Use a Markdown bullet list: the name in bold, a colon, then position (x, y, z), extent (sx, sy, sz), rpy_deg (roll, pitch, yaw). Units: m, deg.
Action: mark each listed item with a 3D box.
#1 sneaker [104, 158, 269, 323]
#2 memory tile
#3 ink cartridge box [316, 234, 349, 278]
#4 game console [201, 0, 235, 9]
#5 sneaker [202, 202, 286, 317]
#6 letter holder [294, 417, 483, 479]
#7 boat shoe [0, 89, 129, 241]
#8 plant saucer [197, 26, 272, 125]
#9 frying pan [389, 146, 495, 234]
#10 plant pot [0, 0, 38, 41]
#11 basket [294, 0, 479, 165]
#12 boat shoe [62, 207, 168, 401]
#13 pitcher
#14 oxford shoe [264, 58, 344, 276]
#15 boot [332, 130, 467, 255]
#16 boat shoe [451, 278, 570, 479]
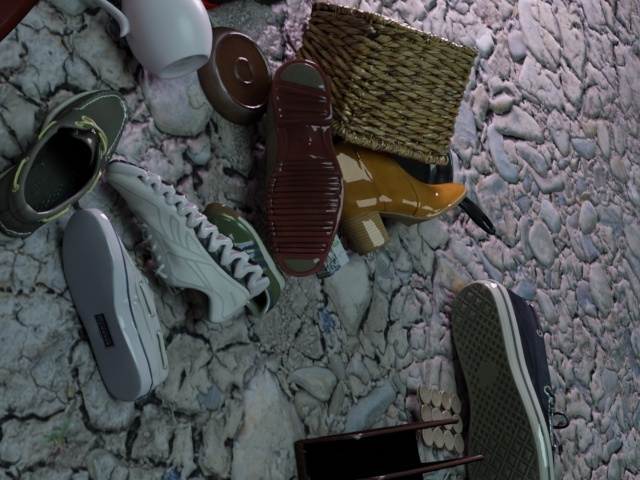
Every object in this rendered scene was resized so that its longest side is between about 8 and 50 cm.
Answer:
- **sneaker**: position (-0.207, 0.002, 1.742), extent (0.292, 0.110, 0.118), rpy_deg (44, 84, -16)
- **memory tile**: position (0.215, 0.322, 2.187), extent (0.148, 0.012, 0.113), rpy_deg (24, 57, -50)
- **ink cartridge box**: position (0.000, 0.000, 2.043), extent (0.063, 0.029, 0.115), rpy_deg (-39, 108, -48)
- **game console**: position (-0.161, -0.567, 2.025), extent (0.386, 0.060, 0.342), rpy_deg (-29, 100, -51)
- **sneaker**: position (-0.123, 0.037, 1.854), extent (0.192, 0.064, 0.086), rpy_deg (54, 38, -28)
- **letter holder**: position (0.145, 0.369, 1.941), extent (0.302, 0.214, 0.152), rpy_deg (2, 76, -49)
- **boat shoe**: position (-0.337, -0.111, 1.631), extent (0.109, 0.091, 0.305), rpy_deg (55, 43, -22)
- **plant saucer**: position (-0.132, -0.272, 1.982), extent (0.168, 0.029, 0.168), rpy_deg (19, 64, -46)
- **frying pan**: position (0.227, -0.139, 2.342), extent (0.326, 0.053, 0.197), rpy_deg (22, 63, -45)
- **plant pot**: position (-0.417, -0.431, 1.533), extent (0.267, 0.235, 0.267), rpy_deg (45, 47, -32)
- **basket**: position (0.094, -0.276, 2.139), extent (0.299, 0.213, 0.223), rpy_deg (7, 101, -46)
- **boat shoe**: position (-0.268, 0.081, 1.648), extent (0.088, 0.096, 0.268), rpy_deg (-25, 98, -55)
- **pitcher**: position (-0.263, -0.343, 1.795), extent (0.177, 0.125, 0.207), rpy_deg (-18, 81, -31)
- **oxford shoe**: position (-0.033, -0.107, 1.959), extent (0.123, 0.130, 0.348), rpy_deg (5, 78, -12)
- **boot**: position (0.124, -0.119, 2.150), extent (0.295, 0.104, 0.211), rpy_deg (-28, 96, -37)
- **boat shoe**: position (0.363, 0.316, 2.250), extent (0.156, 0.187, 0.500), rpy_deg (10, 65, -42)
